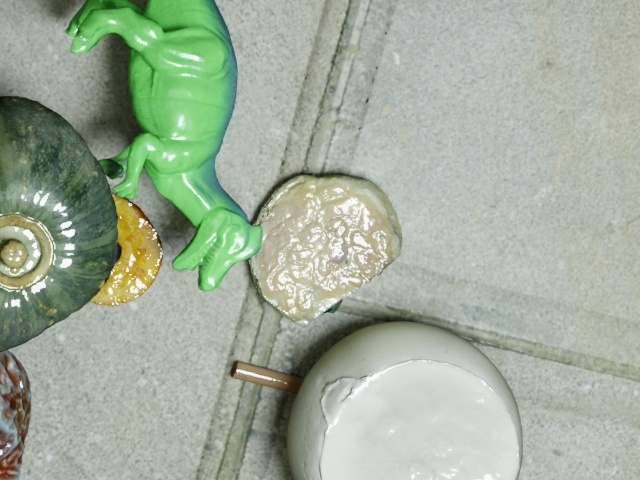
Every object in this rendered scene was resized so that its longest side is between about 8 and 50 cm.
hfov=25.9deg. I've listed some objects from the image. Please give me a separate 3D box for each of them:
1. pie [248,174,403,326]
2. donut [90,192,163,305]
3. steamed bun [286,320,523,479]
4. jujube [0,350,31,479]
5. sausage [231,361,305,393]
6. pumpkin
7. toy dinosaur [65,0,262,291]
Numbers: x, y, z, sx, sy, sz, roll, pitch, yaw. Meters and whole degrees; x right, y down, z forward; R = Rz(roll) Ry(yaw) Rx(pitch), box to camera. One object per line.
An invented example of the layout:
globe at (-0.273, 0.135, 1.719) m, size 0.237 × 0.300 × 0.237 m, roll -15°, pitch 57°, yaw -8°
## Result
pie at (0.000, 0.001, 1.883) m, size 0.218 × 0.052 × 0.185 m, roll -35°, pitch 105°, yaw 0°
donut at (-0.282, 0.009, 1.834) m, size 0.152 × 0.058 × 0.151 m, roll -1°, pitch 99°, yaw -9°
steamed bun at (0.110, 0.267, 1.865) m, size 0.324 × 0.206 × 0.324 m, roll -2°, pitch 100°, yaw -12°
jujube at (-0.488, 0.274, 1.767) m, size 0.226 × 0.226 × 0.317 m, roll 11°, pitch 99°, yaw -11°
sausage at (-0.065, 0.191, 1.917) m, size 0.116 × 0.026 × 0.026 m, roll 16°, pitch 96°, yaw -12°
pumpkin at (-0.415, -0.013, 1.662) m, size 0.328 × 0.257 × 0.291 m, roll -20°, pitch 105°, yaw -22°
toy dinosaur at (-0.111, -0.233, 1.759) m, size 0.374 × 0.144 × 0.500 m, roll 43°, pitch 78°, yaw -12°
